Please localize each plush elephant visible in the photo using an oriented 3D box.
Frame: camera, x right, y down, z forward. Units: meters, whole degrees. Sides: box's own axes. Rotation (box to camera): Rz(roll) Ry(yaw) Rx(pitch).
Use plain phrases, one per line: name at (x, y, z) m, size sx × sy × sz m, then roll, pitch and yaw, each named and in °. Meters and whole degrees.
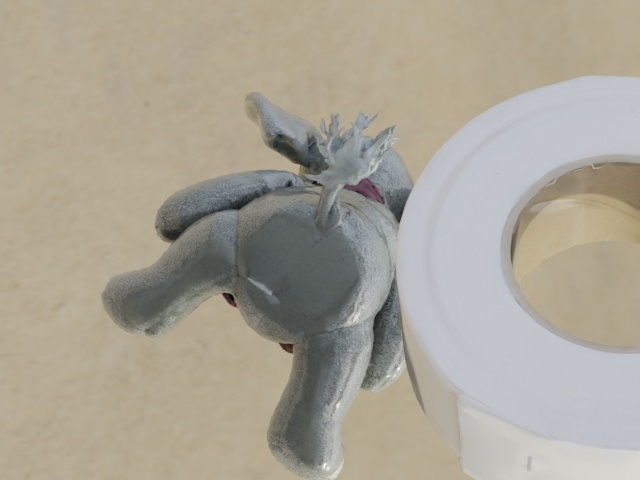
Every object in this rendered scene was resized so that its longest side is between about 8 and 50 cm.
plush elephant at (0.000, 0.000, 1.725) m, size 0.272 × 0.330 × 0.255 m, roll 33°, pitch 20°, yaw 7°

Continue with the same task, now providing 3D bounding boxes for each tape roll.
tape roll at (0.189, 0.034, 1.181) m, size 0.100 × 0.286 × 0.286 m, roll 82°, pitch 27°, yaw -56°
